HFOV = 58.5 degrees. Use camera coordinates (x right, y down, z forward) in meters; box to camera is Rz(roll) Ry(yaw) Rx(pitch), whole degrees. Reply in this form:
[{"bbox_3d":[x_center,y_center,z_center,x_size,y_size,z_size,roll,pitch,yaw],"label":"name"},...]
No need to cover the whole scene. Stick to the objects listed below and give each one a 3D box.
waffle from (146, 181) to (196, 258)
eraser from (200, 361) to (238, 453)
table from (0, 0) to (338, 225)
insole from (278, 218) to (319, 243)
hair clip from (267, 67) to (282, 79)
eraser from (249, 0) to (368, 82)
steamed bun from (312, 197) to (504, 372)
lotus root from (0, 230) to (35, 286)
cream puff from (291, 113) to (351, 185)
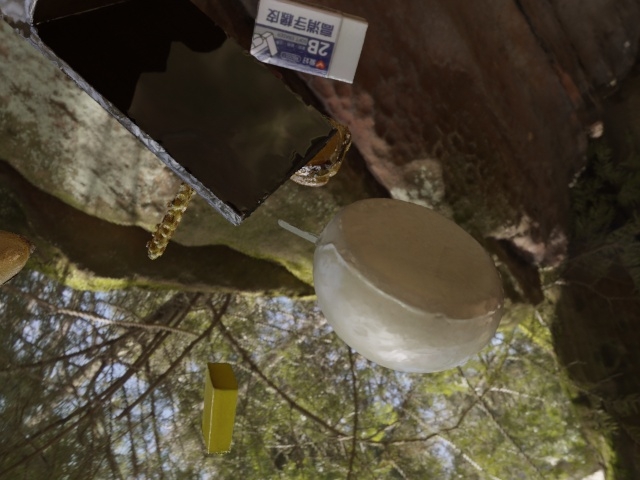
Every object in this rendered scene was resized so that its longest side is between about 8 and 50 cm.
[{"bbox_3d":[-0.441,-0.070,1.691,0.060,0.280,0.262,32,-92,-16],"label":"waffle"},{"bbox_3d":[-0.174,0.284,0.976,0.045,0.097,0.123,4,-76,-20],"label":"eraser"},{"bbox_3d":[-0.062,-0.215,0.400,0.282,0.250,0.196,41,-142,-2],"label":"table"},{"bbox_3d":[0.000,0.000,1.164,0.191,0.063,0.010,26,-104,7],"label":"insole"},{"bbox_3d":[-0.116,-0.206,0.709,0.054,0.137,0.022,-62,-28,-60],"label":"hair clip"},{"bbox_3d":[-0.024,-0.394,1.114,0.210,0.125,0.068,11,-151,-8],"label":"eraser"},{"bbox_3d":[0.116,0.076,0.833,0.282,0.177,0.283,14,-147,-9],"label":"steamed bun"},{"bbox_3d":[-0.807,0.067,1.301,0.303,0.131,0.146,-35,-131,-30],"label":"lotus root"},{"bbox_3d":[-0.012,-0.156,0.972,0.133,0.104,0.119,-38,-106,-18],"label":"cream puff"}]
